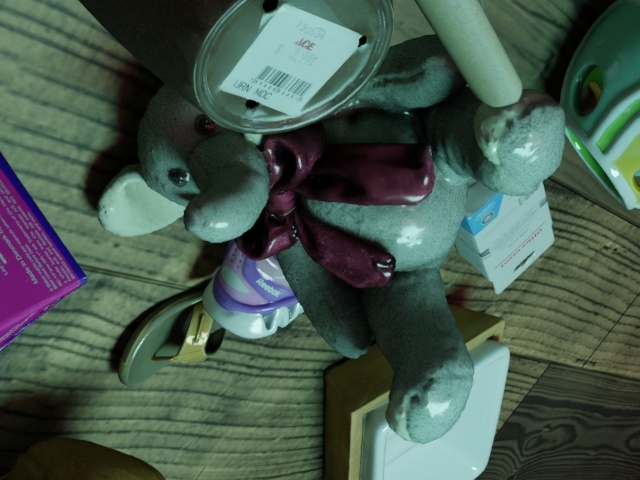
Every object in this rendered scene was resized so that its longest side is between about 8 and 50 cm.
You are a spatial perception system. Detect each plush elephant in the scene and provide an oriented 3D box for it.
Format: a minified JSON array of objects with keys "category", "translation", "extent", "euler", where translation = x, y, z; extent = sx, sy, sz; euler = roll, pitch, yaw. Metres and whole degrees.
[{"category":"plush elephant","translation":[-0.020,-0.054,0.800],"extent":[0.255,0.330,0.272],"euler":[5,122,-23]}]

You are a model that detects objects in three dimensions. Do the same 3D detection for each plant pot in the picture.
[{"category":"plant pot","translation":[-0.056,-0.174,0.589],"extent":[0.215,0.230,0.215],"euler":[-19,147,-13]}]

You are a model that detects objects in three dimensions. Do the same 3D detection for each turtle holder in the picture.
[{"category":"turtle holder","translation":[0.389,-0.125,1.103],"extent":[0.227,0.320,0.243],"euler":[-35,149,8]}]

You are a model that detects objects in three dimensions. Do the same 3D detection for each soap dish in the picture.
[{"category":"soap dish","translation":[0.109,0.226,1.325],"extent":[0.228,0.118,0.291],"euler":[-28,142,-25]}]

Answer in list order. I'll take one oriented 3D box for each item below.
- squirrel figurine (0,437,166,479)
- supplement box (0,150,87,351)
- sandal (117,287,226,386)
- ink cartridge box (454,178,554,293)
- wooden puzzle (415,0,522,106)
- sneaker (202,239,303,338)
[{"category":"squirrel figurine","translation":[-0.184,0.373,0.912],"extent":[0.281,0.397,0.371],"euler":[-2,126,-38]},{"category":"supplement box","translation":[-0.264,0.041,0.638],"extent":[0.111,0.114,0.220],"euler":[-35,180,32]},{"category":"sandal","translation":[-0.107,0.082,1.003],"extent":[0.180,0.049,0.072],"euler":[-28,142,-26]},{"category":"ink cartridge box","translation":[0.201,-0.027,1.217],"extent":[0.104,0.060,0.180],"euler":[-42,146,-8]},{"category":"wooden puzzle","translation":[0.047,-0.287,0.552],"extent":[0.080,0.348,0.322],"euler":[-15,153,21]},{"category":"sneaker","translation":[0.000,0.000,0.989],"extent":[0.236,0.095,0.105],"euler":[-24,138,-36]}]
